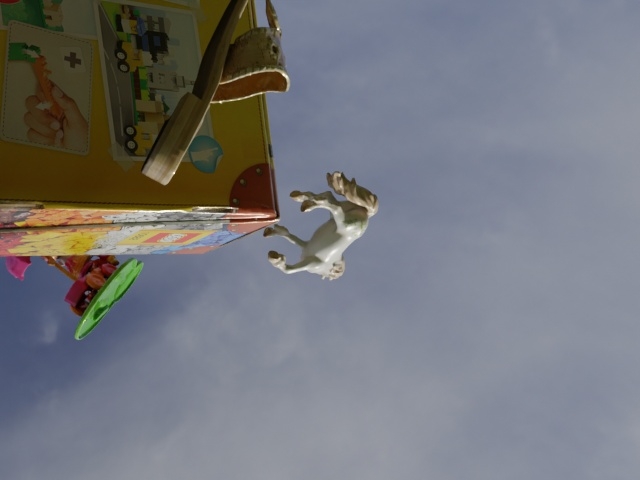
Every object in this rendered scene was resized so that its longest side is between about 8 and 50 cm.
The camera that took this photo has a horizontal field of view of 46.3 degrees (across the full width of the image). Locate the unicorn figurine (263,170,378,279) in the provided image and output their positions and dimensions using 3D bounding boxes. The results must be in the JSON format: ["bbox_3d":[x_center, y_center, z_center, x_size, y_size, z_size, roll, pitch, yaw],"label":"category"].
[{"bbox_3d":[0.000,0.000,0.753,0.111,0.162,0.060,16,-126,-35],"label":"unicorn figurine"}]

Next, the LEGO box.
[{"bbox_3d":[-0.271,-0.245,0.821,0.372,0.193,0.500,0,-102,-37],"label":"LEGO box"}]

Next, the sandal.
[{"bbox_3d":[-0.067,-0.140,0.648,0.079,0.088,0.240,29,-112,-17],"label":"sandal"}]

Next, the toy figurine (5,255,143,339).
[{"bbox_3d":[-0.342,0.028,1.010,0.159,0.130,0.173,34,-162,-1],"label":"toy figurine"}]
